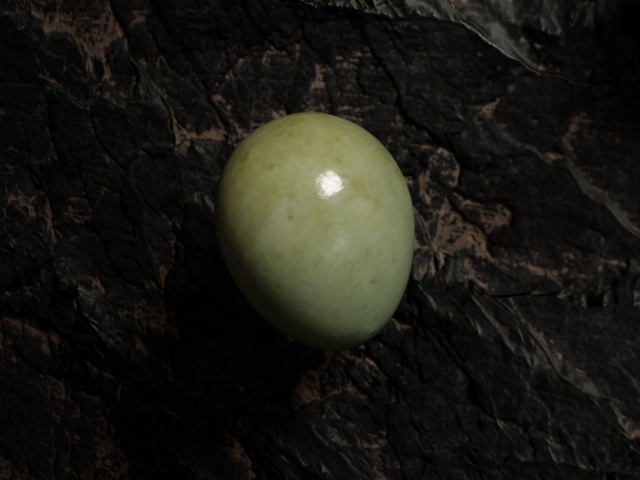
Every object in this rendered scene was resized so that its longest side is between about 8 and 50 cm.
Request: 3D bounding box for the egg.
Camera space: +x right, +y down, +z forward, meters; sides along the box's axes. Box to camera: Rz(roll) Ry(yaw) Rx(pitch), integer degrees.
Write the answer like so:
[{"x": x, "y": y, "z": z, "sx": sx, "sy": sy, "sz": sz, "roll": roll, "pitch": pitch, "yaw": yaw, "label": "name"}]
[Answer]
[{"x": 0.000, "y": 0.000, "z": 1.006, "sx": 0.218, "sy": 0.218, "sz": 0.295, "roll": 7, "pitch": 125, "yaw": 36, "label": "egg"}]
